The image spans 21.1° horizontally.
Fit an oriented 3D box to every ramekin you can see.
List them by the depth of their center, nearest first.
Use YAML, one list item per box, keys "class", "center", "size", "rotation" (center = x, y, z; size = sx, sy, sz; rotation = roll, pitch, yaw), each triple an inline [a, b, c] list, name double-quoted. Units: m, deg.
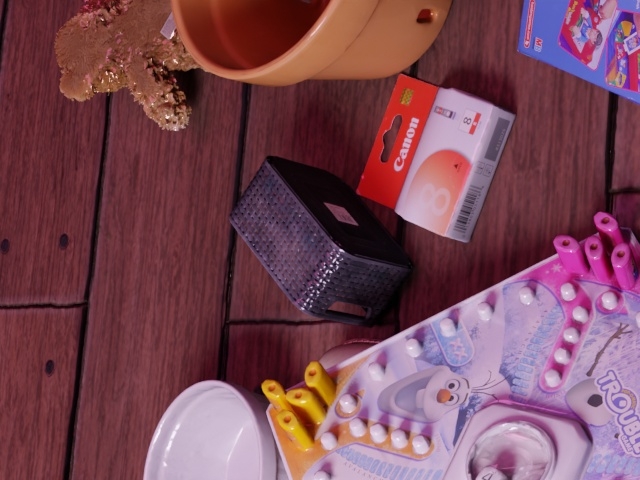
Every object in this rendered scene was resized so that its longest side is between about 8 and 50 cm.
- class: "ramekin"
  center: [-0.089, 0.261, 1.858]
  size: [0.207, 0.109, 0.207]
  rotation: [-19, 65, 45]

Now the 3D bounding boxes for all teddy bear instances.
- class: "teddy bear"
  center: [-0.167, -0.261, 2.093]
  size: [0.338, 0.113, 0.245]
  rotation: [-35, 64, 25]

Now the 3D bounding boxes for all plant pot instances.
- class: "plant pot"
  center: [0.007, -0.290, 1.838]
  size: [0.291, 0.203, 0.291]
  rotation: [-14, 70, 42]

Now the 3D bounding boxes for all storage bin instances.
- class: "storage bin"
  center: [0.000, 0.000, 1.830]
  size: [0.084, 0.122, 0.180]
  rotation: [-57, 47, 19]

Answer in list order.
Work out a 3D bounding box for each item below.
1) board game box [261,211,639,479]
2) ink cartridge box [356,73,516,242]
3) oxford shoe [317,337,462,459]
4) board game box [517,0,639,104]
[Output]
- class: "board game box"
  center: [0.165, 0.194, 1.503]
  size: [0.390, 0.050, 0.390]
  rotation: [-27, 47, 6]
- class: "ink cartridge box"
  center: [0.108, -0.094, 1.802]
  size: [0.179, 0.045, 0.145]
  rotation: [25, 98, 43]
- class: "oxford shoe"
  center: [0.106, 0.192, 1.657]
  size: [0.397, 0.146, 0.140]
  rotation: [28, 100, 45]
- class: "board game box"
  center: [0.303, -0.303, 1.541]
  size: [0.233, 0.078, 0.347]
  rotation: [33, 127, 44]
